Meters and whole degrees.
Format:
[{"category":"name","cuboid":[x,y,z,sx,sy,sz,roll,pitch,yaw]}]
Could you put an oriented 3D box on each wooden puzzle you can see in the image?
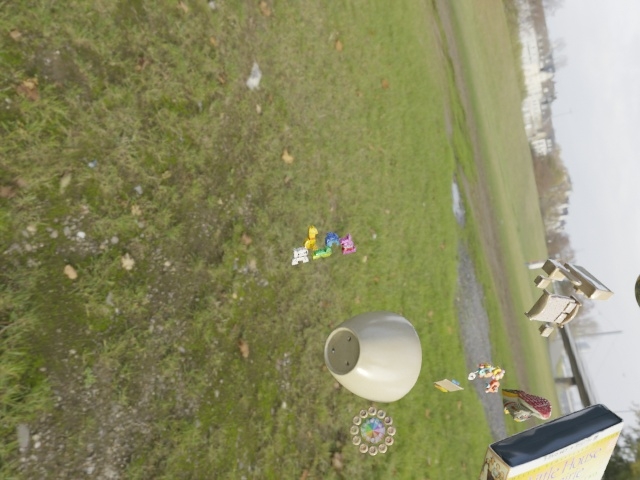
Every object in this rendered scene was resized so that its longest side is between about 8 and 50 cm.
[{"category":"wooden puzzle","cuboid":[0.399,0.450,1.504,0.079,0.116,0.014,30,61,-14]}]

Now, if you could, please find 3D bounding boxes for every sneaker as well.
[{"category":"sneaker","cuboid":[0.675,0.550,1.575,0.225,0.088,0.092,136,-42,-80]}]

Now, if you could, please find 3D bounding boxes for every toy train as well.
[{"category":"toy train","cuboid":[0.690,0.567,1.965,0.166,0.125,0.046,30,14,-25]}]

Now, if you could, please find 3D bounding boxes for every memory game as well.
[{"category":"memory game","cuboid":[0.209,0.765,1.941,0.012,0.186,0.186,67,20,-63]}]

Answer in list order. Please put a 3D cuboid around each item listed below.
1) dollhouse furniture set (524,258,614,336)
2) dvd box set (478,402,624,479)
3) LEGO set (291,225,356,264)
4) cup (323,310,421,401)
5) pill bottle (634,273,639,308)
[{"category":"dollhouse furniture set","cuboid":[0.954,0.282,1.927,0.304,0.355,0.173,11,29,-28]},{"category":"dvd box set","cuboid":[0.426,0.542,0.967,0.062,0.308,0.420,42,-47,55]},{"category":"LEGO set","cuboid":[0.000,0.000,1.641,0.087,0.227,0.093,-121,-157,-51]},{"category":"cup","cuboid":[0.150,0.395,1.692,0.237,0.331,0.330,20,59,-43]},{"category":"pill bottle","cuboid":[0.984,0.088,1.223,0.407,0.229,0.228,55,30,-62]}]
